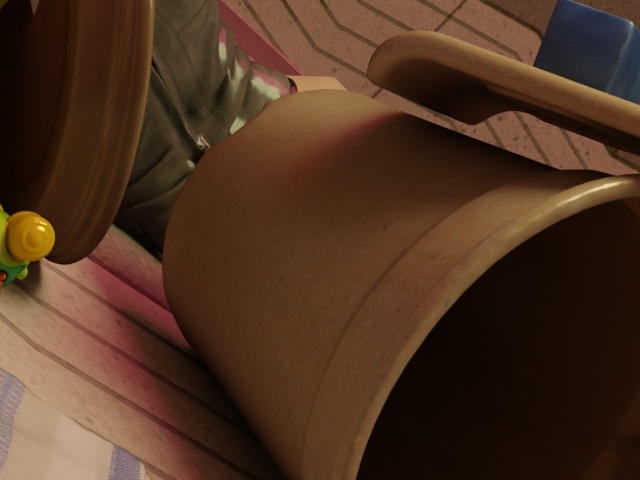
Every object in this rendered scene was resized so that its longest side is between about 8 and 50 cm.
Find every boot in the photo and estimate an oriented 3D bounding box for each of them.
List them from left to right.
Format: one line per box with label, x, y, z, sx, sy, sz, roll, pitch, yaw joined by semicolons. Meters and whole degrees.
boot;-0.096;-0.171;1.181;0.223;0.338;0.118;33;4;-37

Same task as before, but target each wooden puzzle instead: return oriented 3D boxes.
wooden puzzle;0.235;-0.077;0.964;0.348;0.080;0.322;18;5;17

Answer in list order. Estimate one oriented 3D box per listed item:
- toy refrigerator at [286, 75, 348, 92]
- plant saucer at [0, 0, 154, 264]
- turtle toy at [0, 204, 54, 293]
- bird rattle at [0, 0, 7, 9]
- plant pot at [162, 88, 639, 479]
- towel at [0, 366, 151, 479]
toy refrigerator;-0.061;-0.096;1.453;0.094;0.102;0.269;47;27;20
plant saucer;-0.168;-0.123;0.946;0.041;0.277;0.278;3;30;-26
turtle toy;-0.205;-0.009;0.782;0.130;0.066;0.095;34;-10;-32
bird rattle;-0.312;-0.176;0.919;0.253;0.143;0.207;42;25;10
plant pot;0.062;0.055;0.997;0.334;0.333;0.305;35;1;-43
towel;-0.183;0.066;0.655;0.285;0.034;0.209;41;9;-15
